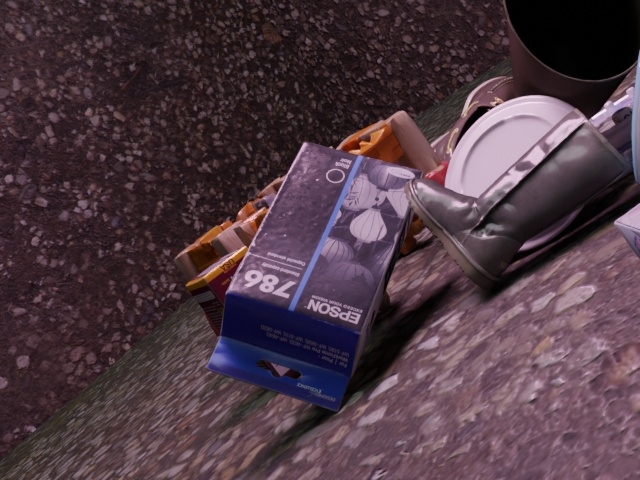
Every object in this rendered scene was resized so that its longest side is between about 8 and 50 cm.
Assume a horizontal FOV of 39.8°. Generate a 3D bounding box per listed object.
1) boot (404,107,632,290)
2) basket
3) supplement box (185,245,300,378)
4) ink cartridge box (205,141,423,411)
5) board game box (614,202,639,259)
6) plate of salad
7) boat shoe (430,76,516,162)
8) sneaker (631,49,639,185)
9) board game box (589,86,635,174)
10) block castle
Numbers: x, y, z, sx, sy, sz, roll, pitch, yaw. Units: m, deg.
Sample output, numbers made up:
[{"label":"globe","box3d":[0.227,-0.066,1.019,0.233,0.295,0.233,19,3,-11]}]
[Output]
[{"label":"boot","box3d":[0.213,-0.070,0.994,0.076,0.189,0.208,13,-58,-51]},{"label":"basket","box3d":[0.307,-0.238,1.095,0.154,0.204,0.227,-22,-18,5]},{"label":"supplement box","box3d":[-0.094,0.110,1.250,0.081,0.188,0.104,-38,7,-22]},{"label":"ink cartridge box","box3d":[0.000,0.028,1.052,0.065,0.166,0.332,92,-163,-52]},{"label":"board game box","box3d":[0.379,-0.061,0.547,0.319,0.066,0.318,-36,7,6]},{"label":"plate of salad","box3d":[0.239,-0.077,1.059,0.200,0.199,0.048,-33,-36,26]},{"label":"boat shoe","box3d":[0.328,-0.229,1.774,0.324,0.116,0.097,-45,14,-28]},{"label":"sneaker","box3d":[0.440,-0.188,0.896,0.208,0.127,0.318,11,72,26]},{"label":"board game box","box3d":[0.400,-0.163,1.205,0.390,0.050,0.390,-34,7,21]},{"label":"block castle","box3d":[0.000,0.000,1.408,0.303,0.212,0.453,-42,11,-34]}]
